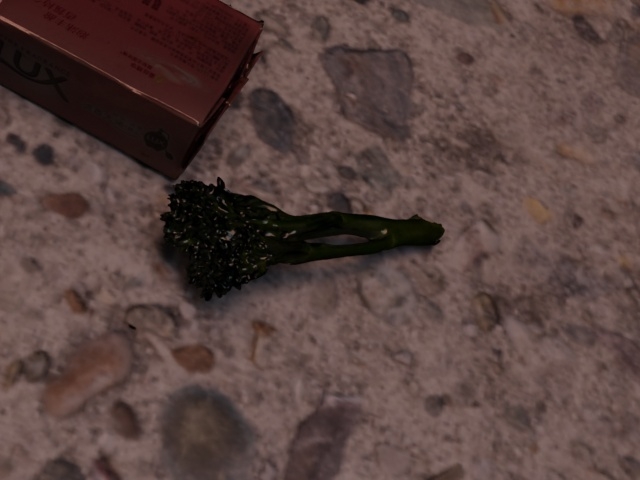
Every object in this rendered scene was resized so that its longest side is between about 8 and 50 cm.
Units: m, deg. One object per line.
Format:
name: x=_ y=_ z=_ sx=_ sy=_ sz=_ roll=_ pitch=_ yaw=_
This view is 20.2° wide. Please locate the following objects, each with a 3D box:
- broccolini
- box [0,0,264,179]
broccolini: x=-0.008 y=0.003 z=1.106 sx=0.201 sy=0.058 sz=0.074 roll=6 pitch=66 yaw=-42
box: x=-0.123 y=-0.119 z=1.118 sx=0.156 sy=0.060 sz=0.111 roll=29 pitch=47 yaw=-1
